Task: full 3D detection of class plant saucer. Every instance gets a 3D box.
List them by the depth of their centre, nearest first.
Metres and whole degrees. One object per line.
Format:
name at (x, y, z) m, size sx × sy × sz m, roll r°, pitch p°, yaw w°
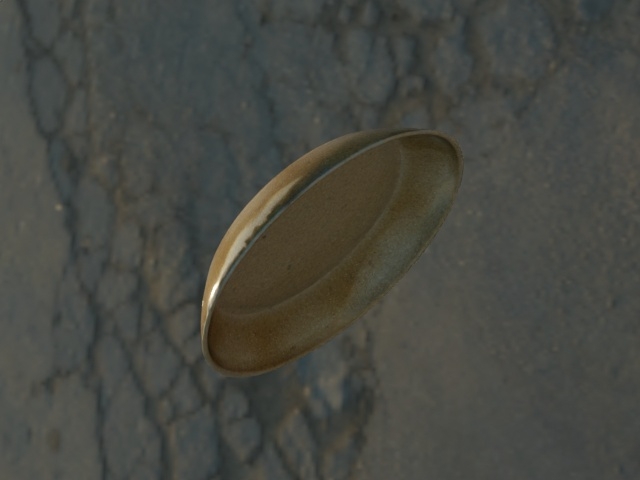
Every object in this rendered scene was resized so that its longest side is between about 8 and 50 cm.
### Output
plant saucer at (0.000, 0.000, 0.381) m, size 0.015 × 0.083 × 0.083 m, roll 47°, pitch 121°, yaw 24°
